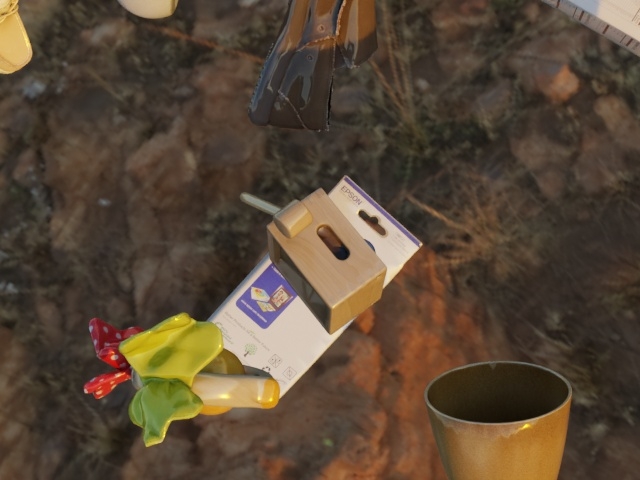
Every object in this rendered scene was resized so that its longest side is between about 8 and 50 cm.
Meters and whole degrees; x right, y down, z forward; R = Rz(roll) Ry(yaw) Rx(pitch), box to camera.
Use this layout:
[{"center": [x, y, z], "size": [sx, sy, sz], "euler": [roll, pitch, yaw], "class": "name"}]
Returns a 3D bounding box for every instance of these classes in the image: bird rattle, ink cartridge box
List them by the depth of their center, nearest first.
[{"center": [-0.159, 0.165, 1.289], "size": [0.253, 0.207, 0.143], "euler": [162, 116, -67], "class": "bird rattle"}, {"center": [-0.014, 0.069, 1.723], "size": [0.332, 0.165, 0.065], "euler": [-46, 7, 8], "class": "ink cartridge box"}]

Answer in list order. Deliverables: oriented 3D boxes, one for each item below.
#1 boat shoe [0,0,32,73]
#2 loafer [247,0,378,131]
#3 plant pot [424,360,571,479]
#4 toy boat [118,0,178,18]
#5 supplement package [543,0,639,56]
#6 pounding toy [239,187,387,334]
[{"center": [-0.315, -0.226, 1.049], "size": [0.059, 0.170, 0.063], "euler": [6, 51, 33], "class": "boat shoe"}, {"center": [0.021, -0.292, 1.449], "size": [0.134, 0.130, 0.366], "euler": [-77, 10, -52], "class": "loafer"}, {"center": [0.299, 0.363, 1.859], "size": [0.237, 0.237, 0.254], "euler": [8, 111, 39], "class": "plant pot"}, {"center": [-0.187, -0.288, 0.766], "size": [0.267, 0.318, 0.148], "euler": [-4, 64, 36], "class": "toy boat"}, {"center": [0.356, -0.363, 1.474], "size": [0.244, 0.134, 0.139], "euler": [33, 99, 6], "class": "supplement package"}, {"center": [-0.006, -0.009, 1.318], "size": [0.094, 0.206, 0.181], "euler": [-36, 75, -12], "class": "pounding toy"}]
